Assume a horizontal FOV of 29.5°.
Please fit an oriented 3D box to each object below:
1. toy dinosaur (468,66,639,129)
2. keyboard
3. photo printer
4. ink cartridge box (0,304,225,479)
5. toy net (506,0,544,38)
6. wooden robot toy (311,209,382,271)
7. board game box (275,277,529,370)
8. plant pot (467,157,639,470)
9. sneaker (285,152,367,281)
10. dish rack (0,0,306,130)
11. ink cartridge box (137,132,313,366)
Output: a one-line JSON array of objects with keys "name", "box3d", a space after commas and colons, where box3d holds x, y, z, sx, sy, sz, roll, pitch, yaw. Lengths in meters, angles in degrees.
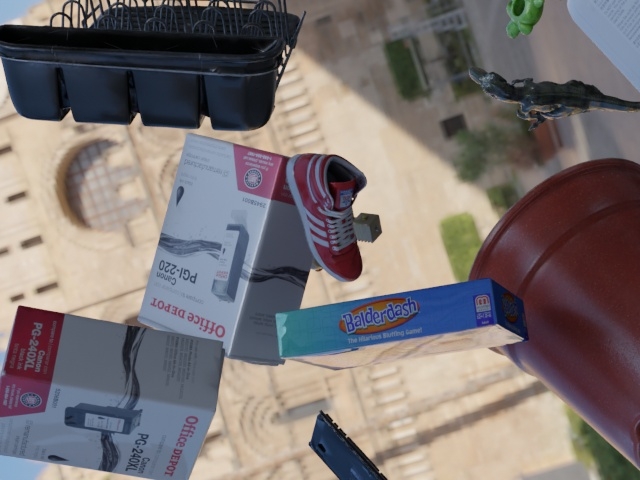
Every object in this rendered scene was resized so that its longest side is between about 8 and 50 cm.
[{"name": "toy dinosaur", "box3d": [0.319, -0.179, 1.547, 0.118, 0.268, 0.064, 66, -154, -86]}, {"name": "keyboard", "box3d": [0.053, 0.281, 1.394, 0.180, 0.023, 0.108, 46, 148, 24]}, {"name": "photo printer", "box3d": [0.494, -0.330, 1.696, 0.307, 0.107, 0.256, 51, 145, 16]}, {"name": "ink cartridge box", "box3d": [-0.153, 0.113, 0.874, 0.109, 0.150, 0.063, 113, 164, -46]}, {"name": "toy net", "box3d": [0.171, -0.255, 0.852, 0.232, 0.045, 0.122, -52, 40, 46]}, {"name": "wooden robot toy", "box3d": [0.000, 0.000, 1.571, 0.076, 0.173, 0.079, -65, -33, -55]}, {"name": "board game box", "box3d": [0.083, 0.085, 1.180, 0.160, 0.210, 0.047, 28, -127, -68]}, {"name": "plant pot", "box3d": [0.337, 0.095, 1.294, 0.265, 0.272, 0.272, 52, 172, 46]}, {"name": "sneaker", "box3d": [0.016, -0.018, 1.007, 0.067, 0.042, 0.118, -3, 116, 57]}, {"name": "dish rack", "box3d": [-0.117, -0.162, 0.959, 0.271, 0.208, 0.074, -75, -11, -61]}, {"name": "ink cartridge box", "box3d": [-0.091, 0.008, 1.297, 0.092, 0.158, 0.218, 11, -85, -48]}]
